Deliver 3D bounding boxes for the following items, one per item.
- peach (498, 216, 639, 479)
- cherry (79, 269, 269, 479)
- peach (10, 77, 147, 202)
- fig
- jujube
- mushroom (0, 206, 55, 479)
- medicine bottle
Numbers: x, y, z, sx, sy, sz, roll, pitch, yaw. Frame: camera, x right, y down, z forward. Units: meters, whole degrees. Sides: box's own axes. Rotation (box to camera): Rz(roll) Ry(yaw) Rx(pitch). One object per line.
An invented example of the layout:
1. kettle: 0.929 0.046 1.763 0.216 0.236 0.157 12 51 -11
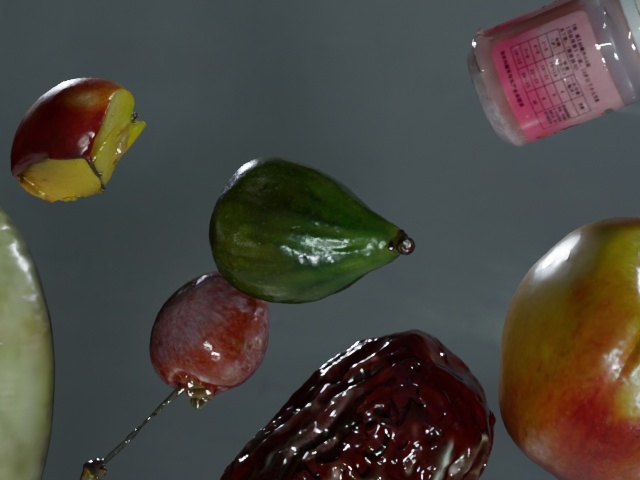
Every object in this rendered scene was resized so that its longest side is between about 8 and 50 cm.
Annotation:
1. peach: 0.322 0.132 1.382 0.307 0.332 0.308 7 56 -11
2. cherry: -0.110 0.111 1.075 0.107 0.090 0.225 -4 44 39
3. peach: -0.263 -0.111 1.412 0.118 0.151 0.151 23 28 6
4. fig: 0.000 0.000 1.036 0.177 0.117 0.117 11 25 26
5. jujube: 0.036 0.282 1.511 0.258 0.376 0.258 46 9 -10
6. mushroom: -0.318 0.045 0.828 0.212 0.217 0.292 -8 28 -40
7. medicine bottle: 0.297 -0.207 1.472 0.247 0.147 0.147 -20 20 17
